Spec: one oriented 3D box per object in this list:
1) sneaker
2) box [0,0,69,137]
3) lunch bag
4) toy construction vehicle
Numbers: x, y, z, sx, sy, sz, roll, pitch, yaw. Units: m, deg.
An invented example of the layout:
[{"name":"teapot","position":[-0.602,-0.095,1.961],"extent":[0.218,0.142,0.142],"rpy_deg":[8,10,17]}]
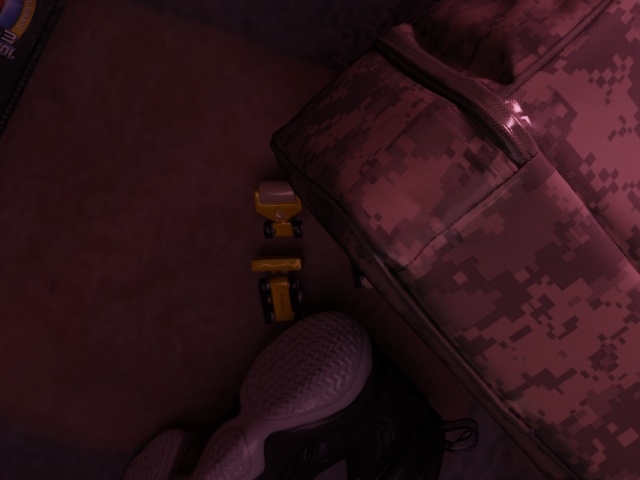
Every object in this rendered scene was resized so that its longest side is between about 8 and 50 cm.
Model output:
[{"name":"sneaker","position":[-0.023,0.168,1.179],"extent":[0.153,0.101,0.268],"rpy_deg":[35,119,-23]},{"name":"box","position":[-0.291,-0.138,1.048],"extent":[0.270,0.060,0.216],"rpy_deg":[26,115,-12]},{"name":"lunch bag","position":[0.164,-0.017,1.022],"extent":[0.256,0.212,0.305],"rpy_deg":[-41,113,1]},{"name":"toy construction vehicle","position":[0.000,0.000,1.134],"extent":[0.086,0.035,0.098],"rpy_deg":[-5,120,10]}]
